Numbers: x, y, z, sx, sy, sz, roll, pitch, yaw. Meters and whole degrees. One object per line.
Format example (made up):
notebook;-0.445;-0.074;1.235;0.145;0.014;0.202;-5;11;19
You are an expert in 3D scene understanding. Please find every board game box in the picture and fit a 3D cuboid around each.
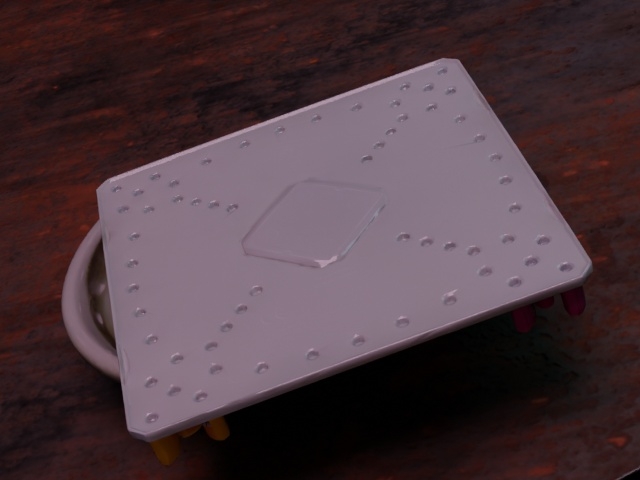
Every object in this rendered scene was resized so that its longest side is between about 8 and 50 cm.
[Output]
board game box;0.000;0.000;1.196;0.390;0.050;0.390;-20;36;-1

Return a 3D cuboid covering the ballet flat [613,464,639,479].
ballet flat;0.253;0.184;1.004;0.173;0.049;0.057;-28;36;-10

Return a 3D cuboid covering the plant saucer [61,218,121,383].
plant saucer;-0.054;0.030;1.309;0.400;0.100;0.400;-13;37;10
